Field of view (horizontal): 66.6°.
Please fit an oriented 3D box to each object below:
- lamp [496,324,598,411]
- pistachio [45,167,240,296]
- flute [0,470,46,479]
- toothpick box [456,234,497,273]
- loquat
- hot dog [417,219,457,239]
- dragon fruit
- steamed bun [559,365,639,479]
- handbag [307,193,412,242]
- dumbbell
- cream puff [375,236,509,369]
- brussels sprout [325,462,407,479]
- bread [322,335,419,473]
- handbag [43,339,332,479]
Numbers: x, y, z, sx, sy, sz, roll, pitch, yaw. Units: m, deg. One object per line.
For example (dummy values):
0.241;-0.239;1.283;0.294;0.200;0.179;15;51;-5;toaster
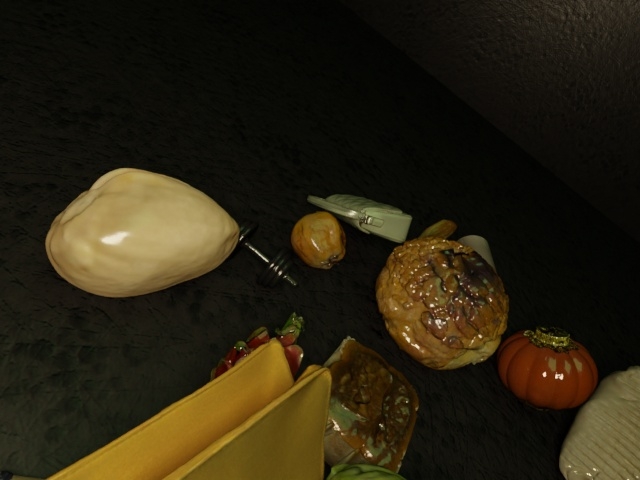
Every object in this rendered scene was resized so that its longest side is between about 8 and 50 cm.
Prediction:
0.535;0.304;1.161;0.223;0.197;0.223;3;15;-1;lamp
-0.291;-0.011;0.836;0.317;0.214;0.193;0;14;-37;pistachio
-0.345;0.302;0.600;0.233;0.027;0.027;19;42;-22;flute
0.436;0.083;1.374;0.111;0.111;0.181;26;38;-15;toothpick box
0.000;0.000;1.113;0.137;0.113;0.137;28;43;-31;loquat
0.340;-0.014;1.448;0.066;0.047;0.215;35;36;19;hot dog
-0.090;0.210;0.807;0.135;0.137;0.236;39;33;0;dragon fruit
0.737;0.479;1.057;0.255;0.368;0.342;41;2;-37;steamed bun
0.083;-0.072;1.195;0.219;0.079;0.256;15;7;-23;handbag
-0.130;0.025;0.992;0.208;0.099;0.099;39;38;0;dumbbell
0.296;0.134;1.116;0.342;0.231;0.327;32;35;-8;cream puff
0.098;0.438;0.616;0.327;0.247;0.328;21;6;-2;brussels sprout
0.072;0.297;0.867;0.192;0.110;0.210;38;38;2;bread
-0.151;0.315;0.555;0.133;0.283;0.401;18;29;36;handbag
